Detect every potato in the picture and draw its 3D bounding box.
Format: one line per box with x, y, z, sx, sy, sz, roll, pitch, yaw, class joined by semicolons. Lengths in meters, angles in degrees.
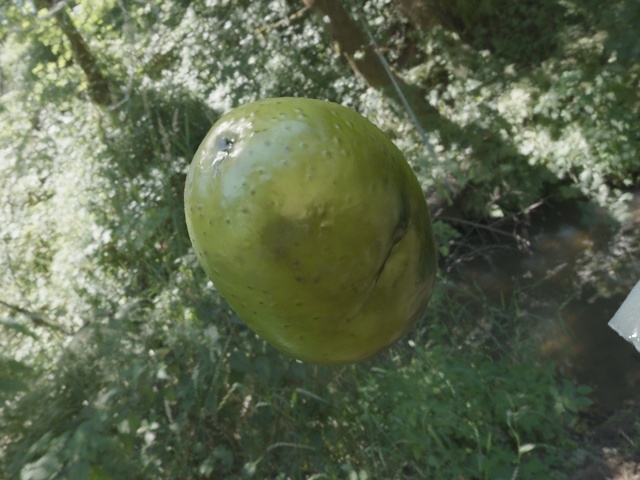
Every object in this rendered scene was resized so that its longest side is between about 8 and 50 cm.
0.000;0.000;0.453;0.144;0.248;0.169;8;65;31;potato

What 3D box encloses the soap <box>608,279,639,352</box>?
0.502;0.089;0.673;0.257;0.302;0.159;-57;23;7;soap
